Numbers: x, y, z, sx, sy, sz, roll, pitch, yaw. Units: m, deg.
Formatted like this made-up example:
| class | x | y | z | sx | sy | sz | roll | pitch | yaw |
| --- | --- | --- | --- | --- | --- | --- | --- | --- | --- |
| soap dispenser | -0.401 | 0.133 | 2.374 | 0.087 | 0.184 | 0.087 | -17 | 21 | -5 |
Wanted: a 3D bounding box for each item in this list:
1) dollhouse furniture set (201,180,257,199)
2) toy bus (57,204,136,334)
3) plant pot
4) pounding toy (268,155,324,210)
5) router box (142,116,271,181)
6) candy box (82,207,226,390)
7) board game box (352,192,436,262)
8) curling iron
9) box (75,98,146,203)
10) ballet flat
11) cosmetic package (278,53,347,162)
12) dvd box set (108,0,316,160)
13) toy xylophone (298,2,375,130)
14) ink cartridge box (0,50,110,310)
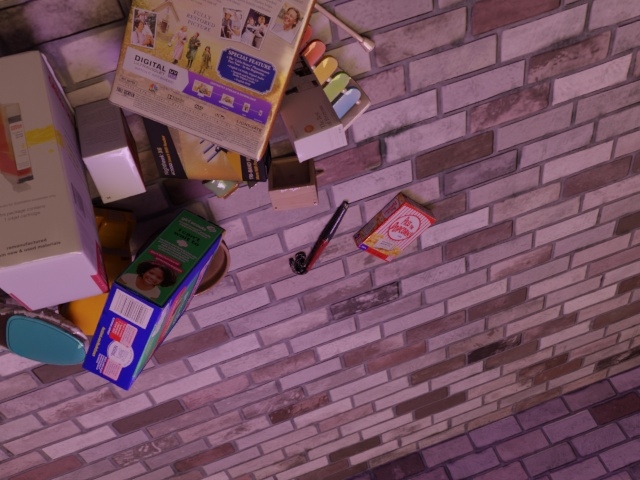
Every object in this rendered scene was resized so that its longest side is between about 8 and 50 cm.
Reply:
| class | x | y | z | sx | sy | sz | roll | pitch | yaw |
| --- | --- | --- | --- | --- | --- | --- | --- | --- | --- |
| dollhouse furniture set | -0.200 | -0.144 | 1.694 | 0.151 | 0.058 | 0.076 | -38 | 137 | 15 |
| toy bus | -0.537 | 0.073 | 1.711 | 0.108 | 0.130 | 0.333 | 8 | 130 | -32 |
| plant pot | -0.349 | 0.032 | 1.774 | 0.237 | 0.110 | 0.237 | -13 | 139 | -11 |
| pounding toy | -0.055 | -0.142 | 1.726 | 0.130 | 0.141 | 0.100 | -7 | 139 | 3 |
| router box | -0.238 | -0.260 | 1.467 | 0.243 | 0.081 | 0.309 | 3 | 138 | 7 |
| candy box | -0.354 | 0.120 | 1.540 | 0.122 | 0.317 | 0.268 | 29 | 125 | -2 |
| board game box | 0.209 | -0.033 | 2.018 | 0.147 | 0.045 | 0.193 | 24 | 121 | -41 |
| curling iron | 0.000 | 0.000 | 1.962 | 0.068 | 0.035 | 0.274 | 16 | 126 | -37 |
| box | -0.427 | -0.185 | 1.455 | 0.091 | 0.170 | 0.130 | -17 | 140 | -8 |
| ballet flat | -0.737 | 0.184 | 1.680 | 0.409 | 0.147 | 0.147 | 14 | 130 | -12 |
| cosmetic package | -0.036 | -0.261 | 1.379 | 0.099 | 0.239 | 0.060 | -23 | 140 | -2 |
| dvd box set | -0.181 | -0.388 | 1.264 | 0.307 | 0.062 | 0.420 | 20 | 114 | -1 |
| toy xylophone | -0.017 | -0.367 | 1.523 | 0.322 | 0.081 | 0.236 | 17 | 125 | -38 |
| ink cartridge box | -0.516 | -0.098 | 1.292 | 0.160 | 0.385 | 0.279 | -13 | 164 | -10 |
